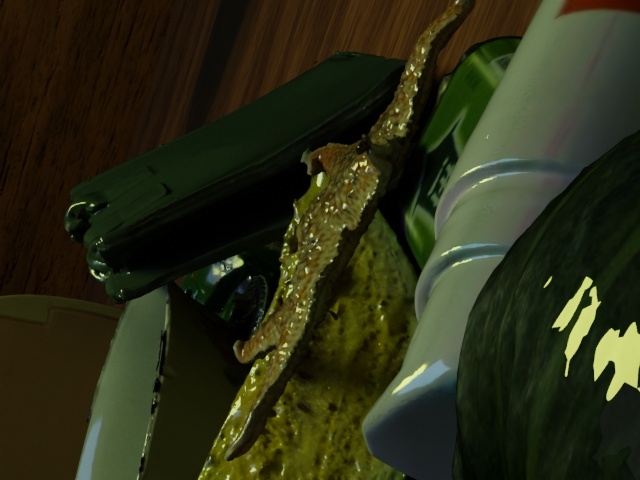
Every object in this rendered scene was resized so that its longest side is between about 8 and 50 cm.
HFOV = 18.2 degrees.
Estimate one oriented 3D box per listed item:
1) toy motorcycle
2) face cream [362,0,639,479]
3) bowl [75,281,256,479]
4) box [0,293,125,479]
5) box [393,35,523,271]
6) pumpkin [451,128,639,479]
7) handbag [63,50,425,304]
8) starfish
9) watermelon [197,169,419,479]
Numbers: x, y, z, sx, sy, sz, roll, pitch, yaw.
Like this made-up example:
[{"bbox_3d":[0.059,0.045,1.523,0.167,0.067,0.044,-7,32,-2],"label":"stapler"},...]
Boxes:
[{"bbox_3d":[-0.076,0.019,1.726,0.187,0.124,0.275,-48,26,45],"label":"toy motorcycle"},{"bbox_3d":[0.117,-0.052,0.728,0.345,0.102,0.102,-62,2,-37],"label":"face cream"},{"bbox_3d":[-0.092,0.202,1.482,0.345,0.157,0.346,-165,90,-78],"label":"bowl"},{"bbox_3d":[-0.264,0.223,1.938,0.216,0.301,0.301,114,165,-55],"label":"box"},{"bbox_3d":[0.116,0.010,0.920,0.134,0.097,0.345,-64,15,14],"label":"box"},{"bbox_3d":[0.134,0.108,0.486,0.300,0.207,0.300,180,90,-74],"label":"pumpkin"},{"bbox_3d":[-0.051,-0.043,1.395,0.079,0.260,0.247,64,175,-12],"label":"handbag"},{"bbox_3d":[0.005,0.003,1.122,0.295,0.048,0.231,-67,8,-20],"label":"starfish"},{"bbox_3d":[-0.001,0.112,1.240,0.123,0.129,0.301,153,138,-75],"label":"watermelon"}]
